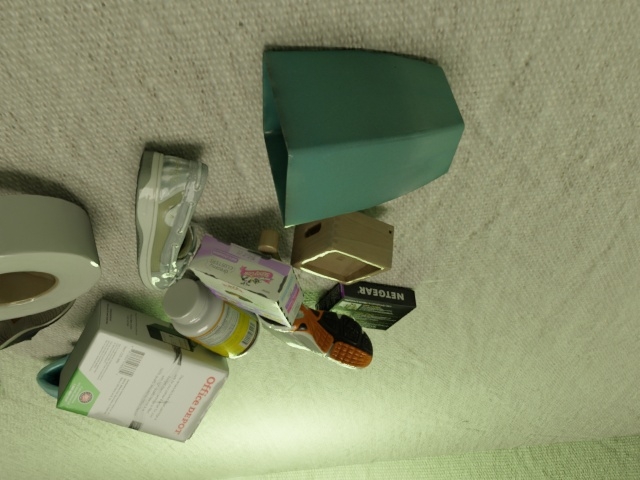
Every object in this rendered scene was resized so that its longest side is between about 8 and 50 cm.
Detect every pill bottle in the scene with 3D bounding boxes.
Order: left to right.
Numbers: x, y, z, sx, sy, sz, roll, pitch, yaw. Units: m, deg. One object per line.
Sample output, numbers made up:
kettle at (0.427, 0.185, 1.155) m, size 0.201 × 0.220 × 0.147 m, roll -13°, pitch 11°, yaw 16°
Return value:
pill bottle at (-0.220, 0.154, 1.432) m, size 0.117 × 0.117 × 0.215 m, roll -17°, pitch 148°, yaw 19°

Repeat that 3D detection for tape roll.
tape roll at (-0.501, 0.035, 1.127) m, size 0.287 × 0.100 × 0.286 m, roll -16°, pitch 162°, yaw -5°

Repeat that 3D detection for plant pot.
plant pot at (0.053, -0.144, 0.929) m, size 0.235 × 0.165 × 0.165 m, roll -9°, pitch 151°, yaw -9°

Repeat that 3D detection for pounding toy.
pounding toy at (-0.010, 0.001, 1.233) m, size 0.206 × 0.094 × 0.181 m, roll 20°, pitch 154°, yaw -29°

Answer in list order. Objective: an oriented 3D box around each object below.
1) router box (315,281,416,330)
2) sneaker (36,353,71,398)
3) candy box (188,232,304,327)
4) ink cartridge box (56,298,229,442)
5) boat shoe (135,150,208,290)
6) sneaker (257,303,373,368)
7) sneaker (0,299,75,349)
router box at (0.097, 0.142, 1.534) m, size 0.179 × 0.046 × 0.133 m, roll 10°, pitch 147°, yaw -25°
sneaker at (-0.500, 0.303, 1.631) m, size 0.366 × 0.135 × 0.150 m, roll -23°, pitch 147°, yaw 23°
candy box at (-0.124, 0.074, 1.259) m, size 0.165 × 0.070 × 0.196 m, roll 21°, pitch 164°, yaw 12°
ink cartridge box at (-0.368, 0.278, 1.489) m, size 0.289 × 0.121 × 0.211 m, roll 25°, pitch 108°, yaw -25°
boat shoe at (-0.236, -0.018, 1.138) m, size 0.103 × 0.118 × 0.320 m, roll 4°, pitch 142°, yaw -8°
sneaker at (-0.011, 0.196, 1.502) m, size 0.263 × 0.099 × 0.121 m, roll 28°, pitch 155°, yaw 8°
sneaker at (-0.564, 0.141, 1.414) m, size 0.222 × 0.083 × 0.118 m, roll -28°, pitch 177°, yaw 8°
